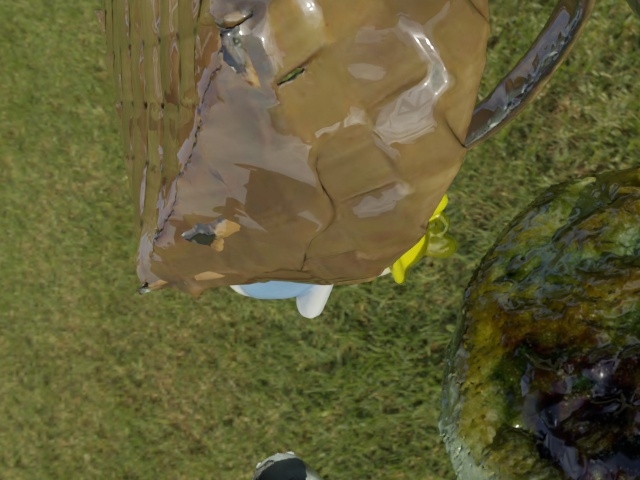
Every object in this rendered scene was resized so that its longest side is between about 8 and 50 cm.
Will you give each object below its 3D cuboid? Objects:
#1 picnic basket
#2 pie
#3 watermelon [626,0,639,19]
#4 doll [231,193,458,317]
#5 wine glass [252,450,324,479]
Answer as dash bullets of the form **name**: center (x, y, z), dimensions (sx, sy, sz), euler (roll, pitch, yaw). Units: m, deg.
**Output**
- **picnic basket**: center (0.032, -0.133, 0.506), dimensions (0.337, 0.337, 0.293), euler (66, 147, 26)
- **pie**: center (0.209, 0.064, 0.462), dimensions (0.323, 0.070, 0.323), euler (-22, 38, 19)
- **watermelon**: center (0.423, -0.355, 0.736), dimensions (0.279, 0.279, 0.359), euler (28, 139, 41)
- **doll**: center (0.000, 0.000, 0.691), dimensions (0.241, 0.099, 0.135), euler (-6, 81, 20)
- **wine glass**: center (-0.031, 0.471, 1.330), dimensions (0.126, 0.241, 0.126), euler (-14, 41, 13)
